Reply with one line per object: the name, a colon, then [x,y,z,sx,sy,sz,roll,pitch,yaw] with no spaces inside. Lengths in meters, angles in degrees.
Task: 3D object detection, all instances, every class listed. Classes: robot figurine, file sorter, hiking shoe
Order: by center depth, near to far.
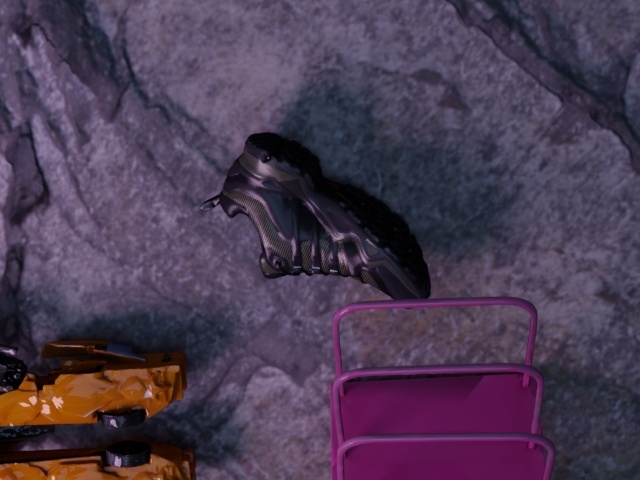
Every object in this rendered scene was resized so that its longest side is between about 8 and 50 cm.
file sorter: [0.105,0.214,1.255,0.202,0.291,0.182,-3,145,3]
hiking shoe: [0.000,0.000,1.352,0.227,0.086,0.114,39,115,0]
robot figurine: [-0.272,0.190,1.397,0.291,0.085,0.211,-3,102,3]
